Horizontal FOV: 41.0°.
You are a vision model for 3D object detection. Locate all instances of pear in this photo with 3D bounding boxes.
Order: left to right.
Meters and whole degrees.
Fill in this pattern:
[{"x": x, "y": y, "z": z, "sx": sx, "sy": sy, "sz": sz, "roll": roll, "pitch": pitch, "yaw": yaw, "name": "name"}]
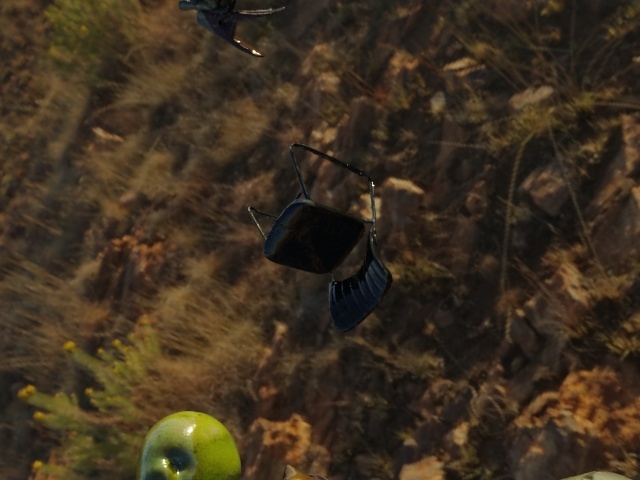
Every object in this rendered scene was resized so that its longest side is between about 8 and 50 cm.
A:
[{"x": -0.229, "y": 0.383, "z": 1.445, "sx": 0.187, "sy": 0.219, "sz": 0.187, "roll": -4, "pitch": 77, "yaw": 16, "name": "pear"}]

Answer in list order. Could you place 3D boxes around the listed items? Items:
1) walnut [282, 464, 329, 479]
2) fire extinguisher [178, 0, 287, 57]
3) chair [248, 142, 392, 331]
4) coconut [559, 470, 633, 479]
[{"x": -0.008, "y": 0.430, "z": 1.188, "sx": 0.137, "sy": 0.137, "sz": 0.245, "roll": -30, "pitch": 62, "yaw": 36, "name": "walnut"}, {"x": -0.105, "y": -0.374, "z": 0.954, "sx": 0.147, "sy": 0.337, "sz": 0.106, "roll": 14, "pitch": 30, "yaw": 25, "name": "fire extinguisher"}, {"x": 0.000, "y": 0.000, "z": 1.192, "sx": 0.140, "sy": 0.145, "sz": 0.221, "roll": -53, "pitch": 33, "yaw": 33, "name": "chair"}, {"x": 0.248, "y": 0.321, "z": 0.775, "sx": 0.241, "sy": 0.241, "sz": 0.241, "roll": -33, "pitch": 41, "yaw": 33, "name": "coconut"}]
